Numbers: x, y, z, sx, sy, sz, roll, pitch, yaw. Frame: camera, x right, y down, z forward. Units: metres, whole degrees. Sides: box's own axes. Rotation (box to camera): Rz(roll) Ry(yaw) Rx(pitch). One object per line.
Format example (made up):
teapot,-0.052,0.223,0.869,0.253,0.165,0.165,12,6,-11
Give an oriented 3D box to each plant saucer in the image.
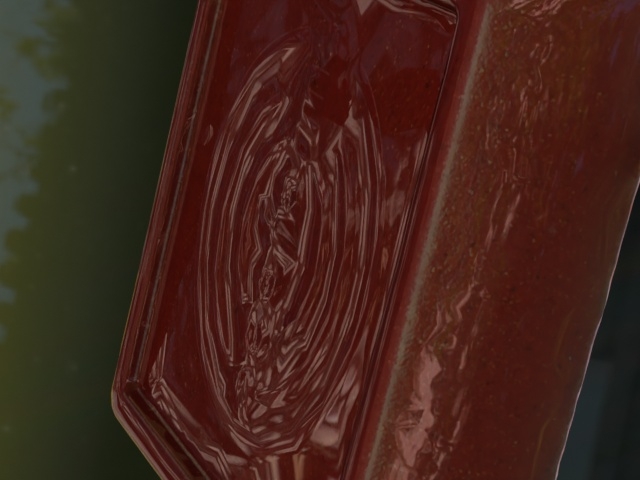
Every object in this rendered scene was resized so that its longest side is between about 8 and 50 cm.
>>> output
plant saucer,0.000,0.000,0.569,0.047,0.259,0.258,8,104,-25
